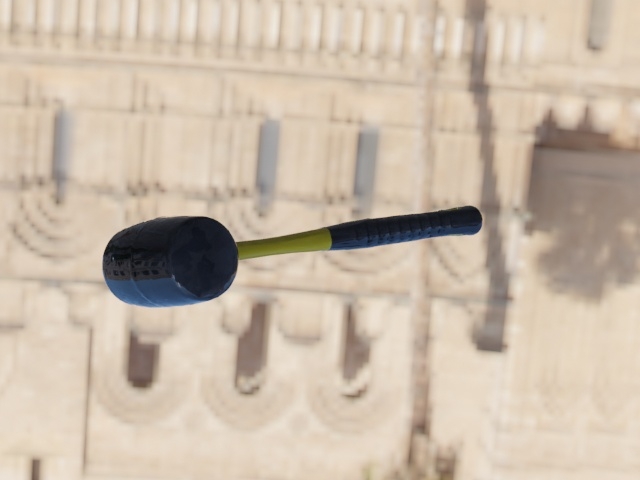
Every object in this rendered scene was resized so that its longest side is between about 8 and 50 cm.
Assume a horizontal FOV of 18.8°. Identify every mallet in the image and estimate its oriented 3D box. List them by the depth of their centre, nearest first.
[{"bbox_3d":[0.000,0.000,0.858,0.189,0.039,0.062,-8,-179,-28],"label":"mallet"}]
